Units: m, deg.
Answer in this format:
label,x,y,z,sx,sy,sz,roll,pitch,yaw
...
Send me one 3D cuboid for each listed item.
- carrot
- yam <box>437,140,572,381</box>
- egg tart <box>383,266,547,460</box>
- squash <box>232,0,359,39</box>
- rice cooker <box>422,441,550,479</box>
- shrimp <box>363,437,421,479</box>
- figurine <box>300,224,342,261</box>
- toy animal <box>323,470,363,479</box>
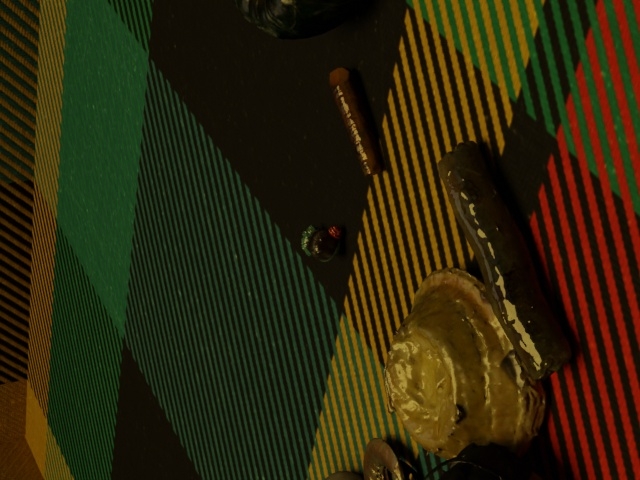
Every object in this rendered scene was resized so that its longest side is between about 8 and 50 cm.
label,x,y,z,sx,sy,sz,roll,pitch,yaw
carrot,0.053,-0.171,1.908,0.042,0.042,0.171,-38,68,60
yam,0.224,0.022,1.611,0.071,0.067,0.317,115,137,-61
egg tart,0.175,0.180,1.716,0.290,0.115,0.290,29,125,54
squash,-0.039,-0.409,1.861,0.252,0.165,0.252,35,131,53
rice cooker,0.221,0.337,1.607,0.203,0.118,0.142,40,131,-5
shrimp,0.115,0.407,1.982,0.152,0.046,0.219,172,88,-66
figurine,0.000,0.000,2.068,0.060,0.047,0.106,-62,22,-4
toy animal,-0.009,0.442,2.074,0.178,0.193,0.128,-18,81,61
